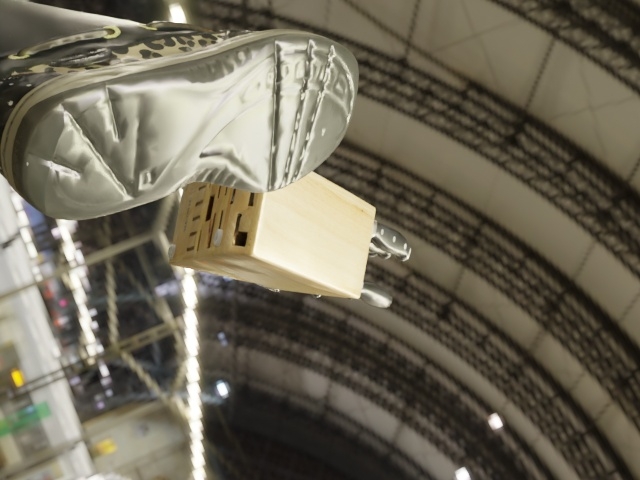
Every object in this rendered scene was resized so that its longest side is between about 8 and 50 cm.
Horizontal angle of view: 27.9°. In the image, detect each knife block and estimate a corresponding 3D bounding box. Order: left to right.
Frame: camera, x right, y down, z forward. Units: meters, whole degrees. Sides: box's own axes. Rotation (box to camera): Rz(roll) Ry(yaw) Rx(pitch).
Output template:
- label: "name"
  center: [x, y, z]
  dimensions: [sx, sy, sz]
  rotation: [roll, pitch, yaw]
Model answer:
- label: "knife block"
  center: [0.000, 0.000, 1.138]
  dimensions: [0.275, 0.242, 0.088]
  rotation: [167, -66, -70]

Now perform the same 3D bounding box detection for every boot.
- label: "boot"
  center: [-0.108, -0.087, 0.659]
  dimensions: [0.178, 0.236, 0.085]
  rotation: [26, -64, 32]
